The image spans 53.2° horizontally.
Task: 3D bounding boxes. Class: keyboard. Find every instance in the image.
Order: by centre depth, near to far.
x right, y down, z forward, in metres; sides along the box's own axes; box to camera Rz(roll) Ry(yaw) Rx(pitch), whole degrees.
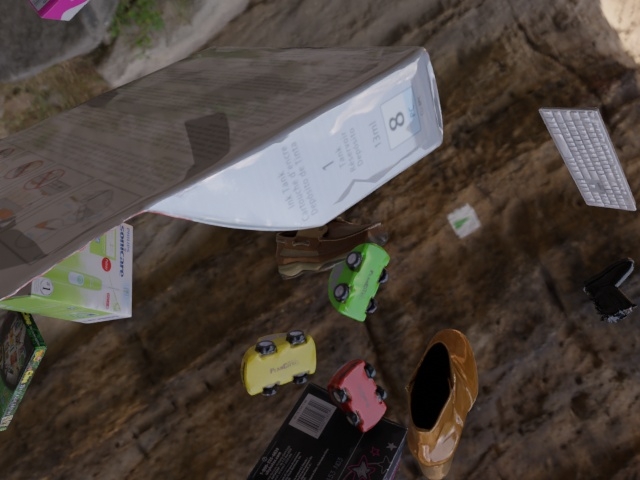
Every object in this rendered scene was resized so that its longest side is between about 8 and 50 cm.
[{"bbox_3d":[0.368,-0.106,0.870,0.072,0.014,0.256,5,157,39],"label":"keyboard"}]

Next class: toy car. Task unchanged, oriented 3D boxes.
[{"bbox_3d":[0.020,0.107,0.803,0.053,0.239,0.224,14,-102,52],"label":"toy car"}]

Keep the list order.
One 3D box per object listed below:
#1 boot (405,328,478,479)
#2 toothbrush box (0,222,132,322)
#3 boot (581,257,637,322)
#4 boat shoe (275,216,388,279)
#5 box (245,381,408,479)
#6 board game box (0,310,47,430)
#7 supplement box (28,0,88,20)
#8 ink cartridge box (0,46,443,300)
[{"bbox_3d":[0.198,0.215,1.024,0.104,0.211,0.295,4,-132,16],"label":"boot"},{"bbox_3d":[-0.508,0.042,1.271,0.122,0.206,0.283,-9,162,18],"label":"toothbrush box"},{"bbox_3d":[0.593,0.101,1.275,0.121,0.099,0.045,-33,134,12],"label":"boot"},{"bbox_3d":[0.000,0.000,1.344,0.123,0.119,0.324,-21,-178,-41],"label":"boat shoe"},{"bbox_3d":[-0.010,0.347,0.854,0.247,0.163,0.142,-51,155,-41],"label":"box"},{"bbox_3d":[-0.641,0.259,1.318,0.030,0.136,0.259,-2,134,-52],"label":"board game box"},{"bbox_3d":[-0.618,-0.609,1.407,0.114,0.220,0.111,-33,-172,17],"label":"supplement box"},{"bbox_3d":[-0.141,-0.049,0.512,0.385,0.091,0.308,-36,-145,-28],"label":"ink cartridge box"}]
